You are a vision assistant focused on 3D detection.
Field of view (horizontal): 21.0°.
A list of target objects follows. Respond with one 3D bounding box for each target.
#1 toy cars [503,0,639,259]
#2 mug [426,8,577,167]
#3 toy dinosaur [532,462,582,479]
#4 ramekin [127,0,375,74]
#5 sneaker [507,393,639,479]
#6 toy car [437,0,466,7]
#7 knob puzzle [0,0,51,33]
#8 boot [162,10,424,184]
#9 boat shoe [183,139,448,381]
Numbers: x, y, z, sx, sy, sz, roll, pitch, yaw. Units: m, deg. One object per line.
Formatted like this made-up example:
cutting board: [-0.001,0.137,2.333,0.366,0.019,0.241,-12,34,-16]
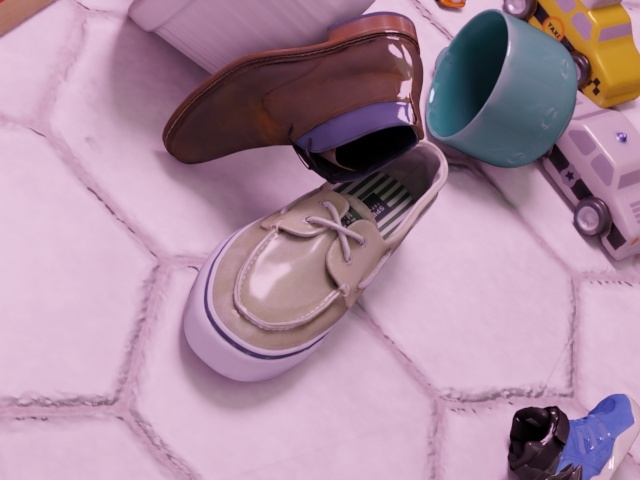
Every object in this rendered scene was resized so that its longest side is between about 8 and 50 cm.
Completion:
toy cars: [0.268,-0.156,1.689,0.176,0.087,0.394,22,43,-21]
mug: [0.170,-0.141,1.563,0.097,0.129,0.158,23,42,-23]
toy dinosaur: [0.150,0.280,1.150,0.218,0.164,0.322,64,20,3]
ramekin: [-0.021,-0.238,1.408,0.127,0.273,0.273,44,38,-13]
sneaker: [0.198,0.150,1.368,0.084,0.058,0.152,46,45,-6]
toy car: [0.097,-0.273,1.699,0.122,0.040,0.060,17,45,-27]
knob puzzle: [-0.258,-0.269,1.344,0.213,0.030,0.213,-5,96,-61]
boot: [-0.020,-0.087,1.307,0.082,0.219,0.106,46,25,-48]
boat shoe: [0.000,0.000,1.323,0.109,0.094,0.302,42,39,2]
